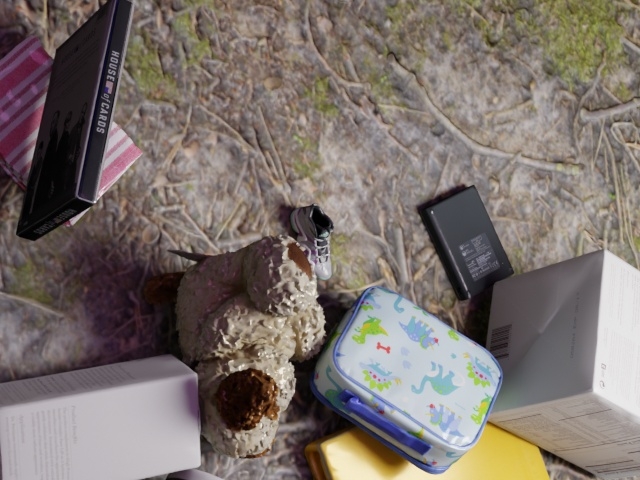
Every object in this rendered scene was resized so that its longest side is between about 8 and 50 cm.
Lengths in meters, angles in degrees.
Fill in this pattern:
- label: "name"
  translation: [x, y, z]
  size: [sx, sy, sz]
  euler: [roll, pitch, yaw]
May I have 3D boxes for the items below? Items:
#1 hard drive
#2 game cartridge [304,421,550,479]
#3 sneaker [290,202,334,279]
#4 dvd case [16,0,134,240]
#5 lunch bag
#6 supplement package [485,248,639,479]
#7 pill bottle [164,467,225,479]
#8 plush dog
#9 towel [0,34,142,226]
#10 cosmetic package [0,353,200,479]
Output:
- label: "hard drive"
  translation: [0.200, 0.002, 2.029]
  size: [0.094, 0.022, 0.135]
  euler: [-26, 93, -32]
- label: "game cartridge"
  translation: [0.160, 0.338, 1.916]
  size: [0.323, 0.052, 0.285]
  euler: [-19, 89, -35]
- label: "sneaker"
  translation: [0.000, 0.000, 1.881]
  size: [0.038, 0.069, 0.098]
  euler: [-25, 92, -32]
- label: "dvd case"
  translation: [-0.272, -0.132, 1.650]
  size: [0.029, 0.179, 0.239]
  euler: [19, 68, -26]
- label: "lunch bag"
  translation: [0.104, 0.173, 1.848]
  size: [0.219, 0.090, 0.176]
  euler: [32, 46, -3]
- label: "supplement package"
  translation: [0.374, 0.171, 1.960]
  size: [0.262, 0.198, 0.199]
  euler: [29, 58, -32]
- label: "pill bottle"
  translation: [-0.156, 0.372, 1.672]
  size: [0.119, 0.119, 0.208]
  euler: [33, 64, -21]
- label: "plush dog"
  translation: [-0.098, 0.139, 1.725]
  size: [0.210, 0.262, 0.225]
  euler: [-5, 68, 2]
- label: "towel"
  translation: [-0.317, -0.129, 1.744]
  size: [0.197, 0.029, 0.144]
  euler: [48, 59, -13]
- label: "cosmetic package"
  translation: [-0.253, 0.206, 1.642]
  size: [0.231, 0.085, 0.117]
  euler: [-7, 107, -28]
